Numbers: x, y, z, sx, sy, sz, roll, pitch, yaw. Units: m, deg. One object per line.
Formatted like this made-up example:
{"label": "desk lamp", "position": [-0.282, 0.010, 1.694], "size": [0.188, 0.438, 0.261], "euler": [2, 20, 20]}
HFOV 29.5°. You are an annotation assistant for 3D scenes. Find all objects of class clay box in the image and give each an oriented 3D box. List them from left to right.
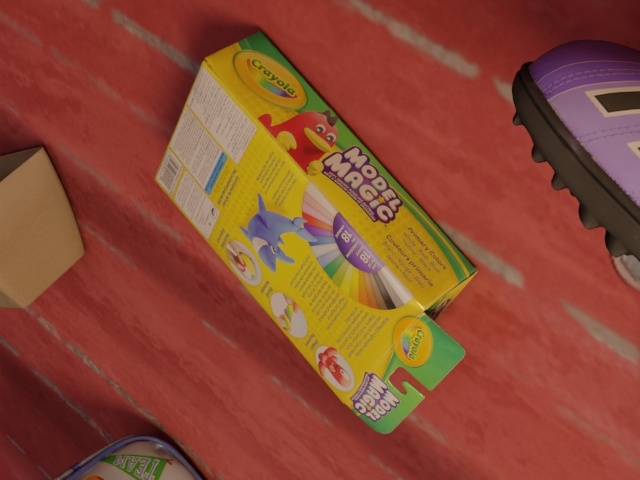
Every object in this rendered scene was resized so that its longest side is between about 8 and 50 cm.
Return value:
{"label": "clay box", "position": [0.000, 0.000, 0.723], "size": [0.222, 0.053, 0.127], "euler": [48, 144, 11]}

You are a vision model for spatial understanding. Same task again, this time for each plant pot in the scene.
{"label": "plant pot", "position": [-0.261, -0.003, 1.004], "size": [0.109, 0.109, 0.096], "euler": [-4, 125, 52]}

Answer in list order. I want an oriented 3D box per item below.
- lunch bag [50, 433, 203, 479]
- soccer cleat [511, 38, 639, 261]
{"label": "lunch bag", "position": [-0.155, 0.323, 0.999], "size": [0.303, 0.243, 0.115], "euler": [47, 143, 13]}
{"label": "soccer cleat", "position": [0.197, 0.002, 0.391], "size": [0.318, 0.108, 0.116], "euler": [44, 117, 35]}
